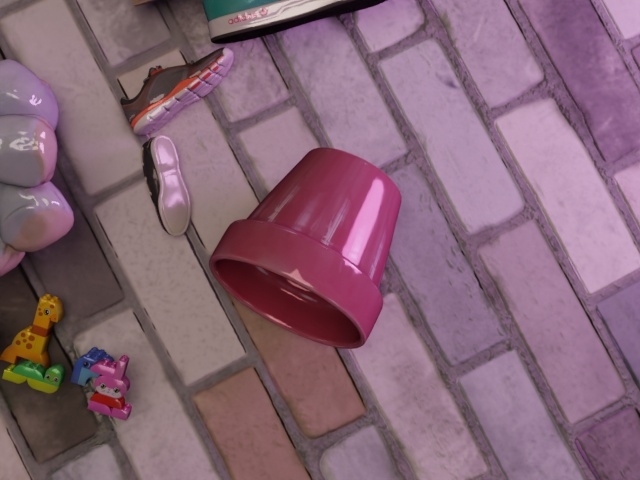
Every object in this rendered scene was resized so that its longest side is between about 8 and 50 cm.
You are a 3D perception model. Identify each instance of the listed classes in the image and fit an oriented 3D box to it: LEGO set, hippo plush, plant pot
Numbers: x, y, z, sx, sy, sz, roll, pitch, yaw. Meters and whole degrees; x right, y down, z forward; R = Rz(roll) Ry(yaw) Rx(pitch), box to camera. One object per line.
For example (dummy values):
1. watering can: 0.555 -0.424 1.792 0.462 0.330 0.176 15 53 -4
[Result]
1. LEGO set: -0.316 0.122 1.097 0.227 0.087 0.093 18 101 -1
2. hippo plush: -0.422 -0.103 1.060 0.294 0.236 0.234 13 122 -17
3. plant pot: 0.000 0.000 1.077 0.201 0.201 0.180 29 70 0

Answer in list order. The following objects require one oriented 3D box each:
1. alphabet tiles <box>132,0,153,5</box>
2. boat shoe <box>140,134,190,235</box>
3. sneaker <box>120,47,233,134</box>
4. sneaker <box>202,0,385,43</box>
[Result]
1. alphabet tiles: -0.205 -0.389 1.123 0.237 0.009 0.198 -9 86 27
2. boat shoe: -0.194 -0.066 1.142 0.046 0.038 0.125 -16 93 -45
3. sneaker: -0.181 -0.199 1.143 0.158 0.061 0.065 -37 82 -5
4. sneaker: -0.014 -0.363 1.134 0.296 0.124 0.178 -15 96 -2
